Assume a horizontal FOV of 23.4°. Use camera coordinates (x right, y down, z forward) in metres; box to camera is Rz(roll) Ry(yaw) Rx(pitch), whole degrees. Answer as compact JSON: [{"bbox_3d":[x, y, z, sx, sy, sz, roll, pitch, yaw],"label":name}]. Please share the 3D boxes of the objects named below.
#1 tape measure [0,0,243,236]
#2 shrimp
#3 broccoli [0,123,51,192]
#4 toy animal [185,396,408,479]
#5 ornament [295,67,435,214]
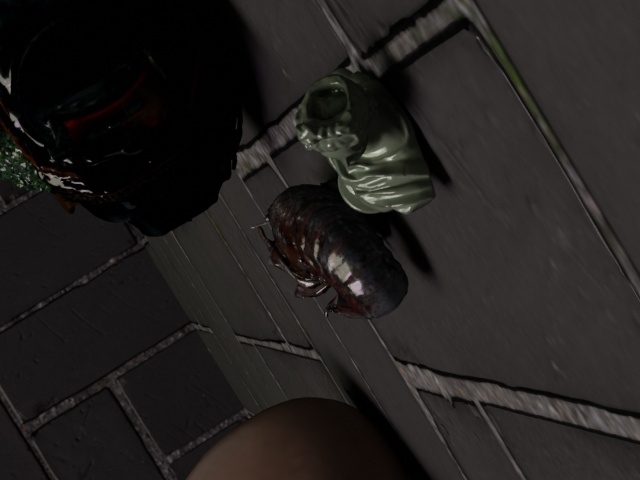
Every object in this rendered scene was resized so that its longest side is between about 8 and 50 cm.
[{"bbox_3d":[-0.132,-0.116,0.888,0.223,0.135,0.202,58,-179,16],"label":"tape measure"},{"bbox_3d":[0.000,0.000,0.791,0.065,0.056,0.165,54,175,-15],"label":"shrimp"},{"bbox_3d":[-0.184,-0.107,1.103,0.195,0.195,0.156,46,130,54],"label":"broccoli"},{"bbox_3d":[0.011,0.304,1.157,0.247,0.277,0.345,48,176,-37],"label":"toy animal"},{"bbox_3d":[0.017,-0.039,0.622,0.092,0.041,0.068,54,-178,-45],"label":"ornament"}]
